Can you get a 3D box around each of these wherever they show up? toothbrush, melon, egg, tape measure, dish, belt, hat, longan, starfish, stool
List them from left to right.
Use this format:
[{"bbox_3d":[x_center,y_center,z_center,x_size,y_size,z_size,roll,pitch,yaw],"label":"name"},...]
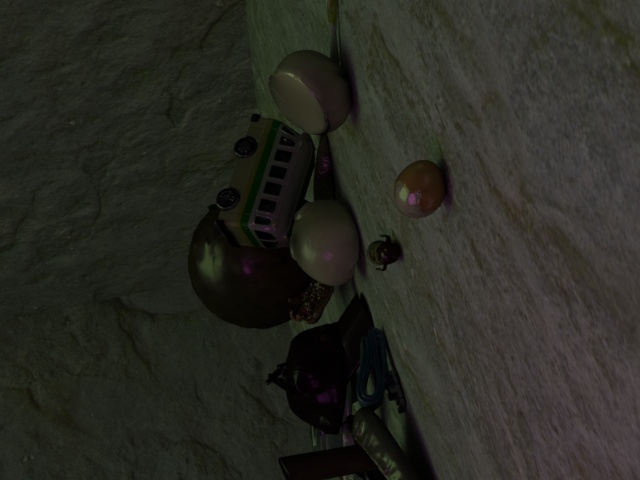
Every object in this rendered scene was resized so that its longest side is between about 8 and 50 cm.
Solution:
[{"bbox_3d":[-0.160,0.041,2.506,0.391,0.391,0.391,169,90,-83],"label":"longan"},{"bbox_3d":[-0.020,0.269,2.213,0.238,0.209,0.336,-116,41,-73],"label":"hat"},{"bbox_3d":[0.009,-0.169,2.318,0.182,0.054,0.098,87,-176,-47],"label":"melon"},{"bbox_3d":[0.011,0.094,2.300,0.216,0.071,0.238,-10,59,54],"label":"starfish"},{"bbox_3d":[0.020,0.472,2.506,0.182,0.080,0.243,163,106,-72],"label":"dish"},{"bbox_3d":[0.022,-0.444,1.837,0.026,0.022,0.263,-91,-2,-48],"label":"toothbrush"},{"bbox_3d":[0.082,0.540,1.887,0.310,0.226,0.310,-126,20,-45],"label":"stool"},{"bbox_3d":[0.103,0.530,2.310,0.236,0.120,0.197,75,-170,-73],"label":"tape measure"},{"bbox_3d":[0.125,0.267,1.984,0.065,0.100,0.179,89,-177,-58],"label":"belt"},{"bbox_3d":[0.137,-0.072,1.312,0.083,0.071,0.071,94,165,-44],"label":"egg"}]

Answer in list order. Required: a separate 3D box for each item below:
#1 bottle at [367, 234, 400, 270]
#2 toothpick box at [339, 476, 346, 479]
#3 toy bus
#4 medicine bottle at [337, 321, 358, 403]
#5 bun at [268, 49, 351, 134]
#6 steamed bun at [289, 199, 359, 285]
[{"bbox_3d":[0.115,0.021,1.722,0.101,0.047,0.063,-178,67,-81],"label":"bottle"},{"bbox_3d":[0.088,0.590,2.593,0.098,0.098,0.149,93,165,-63],"label":"toothpick box"},{"bbox_3d":[-0.120,-0.137,2.273,0.143,0.179,0.305,62,-139,-60],"label":"toy bus"},{"bbox_3d":[0.060,0.333,2.614,0.092,0.061,0.220,-57,39,44],"label":"medicine bottle"},{"bbox_3d":[-0.006,-0.298,1.871,0.173,0.120,0.173,38,157,20],"label":"bun"},{"bbox_3d":[0.000,0.000,2.152,0.228,0.131,0.177,-113,31,-53],"label":"steamed bun"}]
